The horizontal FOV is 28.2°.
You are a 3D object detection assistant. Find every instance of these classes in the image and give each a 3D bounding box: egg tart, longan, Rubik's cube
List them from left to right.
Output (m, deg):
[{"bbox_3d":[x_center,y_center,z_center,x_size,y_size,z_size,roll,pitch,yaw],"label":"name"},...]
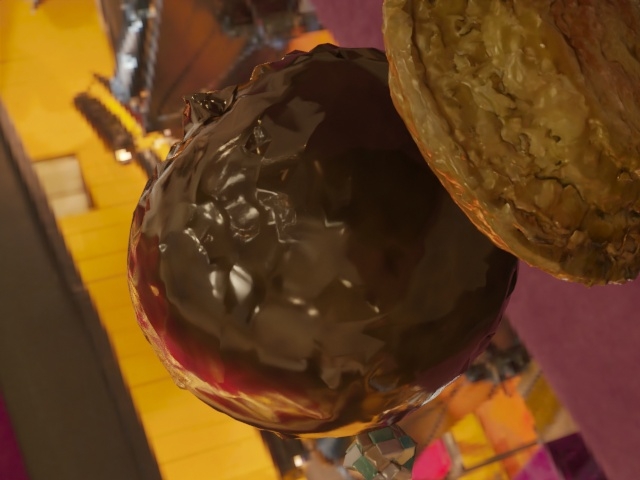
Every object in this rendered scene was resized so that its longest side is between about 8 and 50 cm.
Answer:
[{"bbox_3d":[0.000,0.000,1.233,0.391,0.391,0.391,44,141,52],"label":"longan"},{"bbox_3d":[0.076,0.257,1.529,0.084,0.073,0.075,29,101,9],"label":"Rubik's cube"},{"bbox_3d":[0.172,-0.112,0.923,0.123,0.294,0.294,-34,69,39],"label":"egg tart"}]
